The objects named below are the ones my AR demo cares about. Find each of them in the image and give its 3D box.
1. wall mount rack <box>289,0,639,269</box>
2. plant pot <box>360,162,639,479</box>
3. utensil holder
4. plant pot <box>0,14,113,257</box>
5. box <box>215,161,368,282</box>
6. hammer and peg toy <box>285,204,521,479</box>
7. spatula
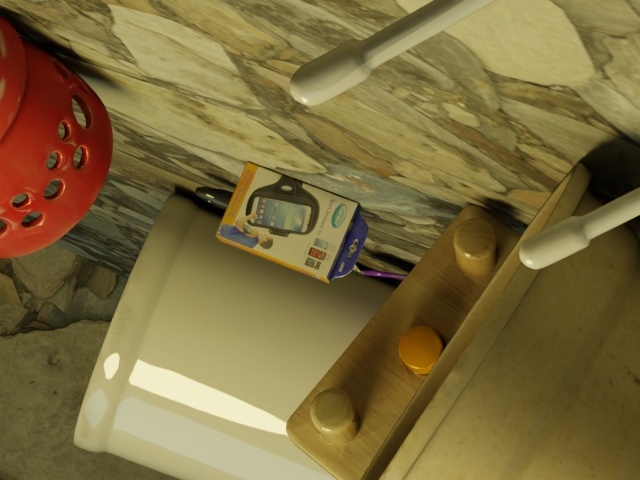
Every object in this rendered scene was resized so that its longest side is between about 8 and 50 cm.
[{"bbox_3d":[0.178,-0.051,0.682,0.304,0.130,0.350,15,168,41],"label":"wall mount rack"},{"bbox_3d":[0.207,0.170,1.101,0.305,0.334,0.334,34,172,4],"label":"plant pot"},{"bbox_3d":[-0.059,0.163,1.984,0.385,0.328,0.327,22,172,-2],"label":"utensil holder"},{"bbox_3d":[-0.304,-0.099,1.447,0.191,0.191,0.174,18,168,28],"label":"plant pot"},{"bbox_3d":[-0.024,-0.015,1.595,0.136,0.081,0.028,20,170,15],"label":"box"},{"bbox_3d":[0.188,0.163,1.319,0.361,0.266,0.127,36,169,16],"label":"hammer and peg toy"},{"bbox_3d":[0.000,0.000,1.795,0.296,0.030,0.084,25,174,-13],"label":"spatula"}]
